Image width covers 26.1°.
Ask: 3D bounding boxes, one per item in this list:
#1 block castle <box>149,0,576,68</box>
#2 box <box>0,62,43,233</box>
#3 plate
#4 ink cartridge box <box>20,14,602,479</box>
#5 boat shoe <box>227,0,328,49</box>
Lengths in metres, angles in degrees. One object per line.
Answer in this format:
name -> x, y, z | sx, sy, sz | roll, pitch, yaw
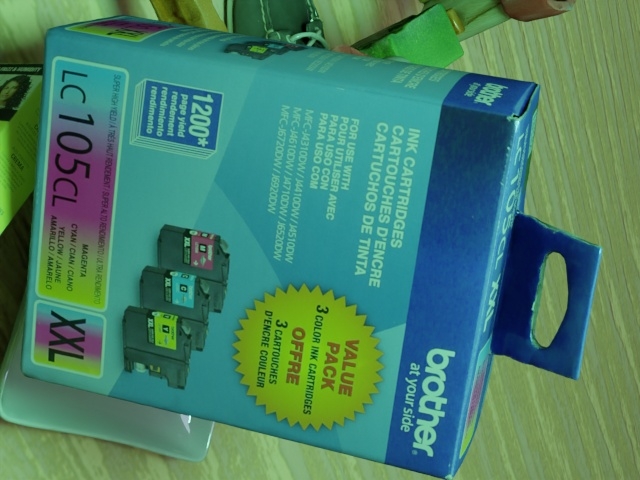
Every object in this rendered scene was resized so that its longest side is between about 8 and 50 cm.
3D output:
block castle -> 0.048, -0.273, 1.228 | 0.453, 0.213, 0.303 | -37, 103, -48
box -> -0.269, -0.031, 1.003 | 0.232, 0.087, 0.058 | -59, 137, -29
plate -> -0.163, 0.039, 1.207 | 0.278, 0.045, 0.277 | 26, 75, -55
ink cartridge box -> 0.000, 0.000, 0.998 | 0.151, 0.395, 0.270 | -49, 149, -69
boat shoe -> -0.017, -0.124, 1.347 | 0.112, 0.095, 0.335 | -26, 117, -51
